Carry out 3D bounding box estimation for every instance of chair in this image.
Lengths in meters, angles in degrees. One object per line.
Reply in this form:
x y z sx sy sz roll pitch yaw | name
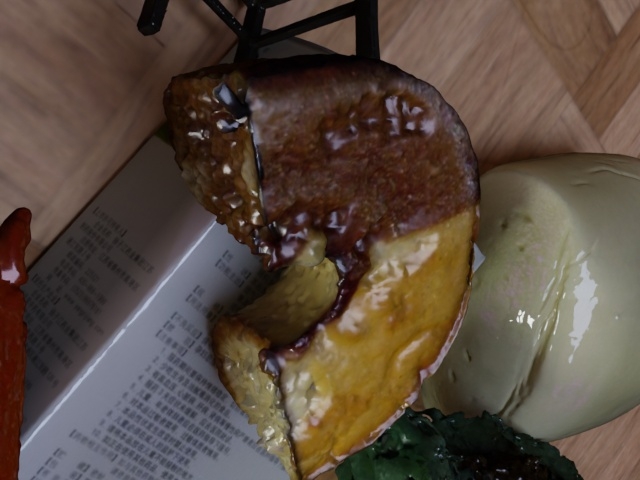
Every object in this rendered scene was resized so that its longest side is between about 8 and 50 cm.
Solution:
-0.016 -0.184 0.489 0.084 0.101 0.212 43 46 -45 | chair

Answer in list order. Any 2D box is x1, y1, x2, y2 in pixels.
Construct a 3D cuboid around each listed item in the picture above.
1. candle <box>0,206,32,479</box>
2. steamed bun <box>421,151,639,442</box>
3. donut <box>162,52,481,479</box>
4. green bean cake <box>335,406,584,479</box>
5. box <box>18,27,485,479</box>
-0.170 0.102 0.400 0.059 0.084 0.301 24 59 -64 | candle
0.193 0.057 0.722 0.200 0.155 0.250 -7 115 -38 | steamed bun
0.001 0.002 0.438 0.141 0.085 0.217 -21 124 -30 | donut
0.112 0.187 0.630 0.208 0.107 0.193 -2 134 -20 | green bean cake
-0.058 0.051 0.546 0.299 0.106 0.200 -50 134 -9 | box
